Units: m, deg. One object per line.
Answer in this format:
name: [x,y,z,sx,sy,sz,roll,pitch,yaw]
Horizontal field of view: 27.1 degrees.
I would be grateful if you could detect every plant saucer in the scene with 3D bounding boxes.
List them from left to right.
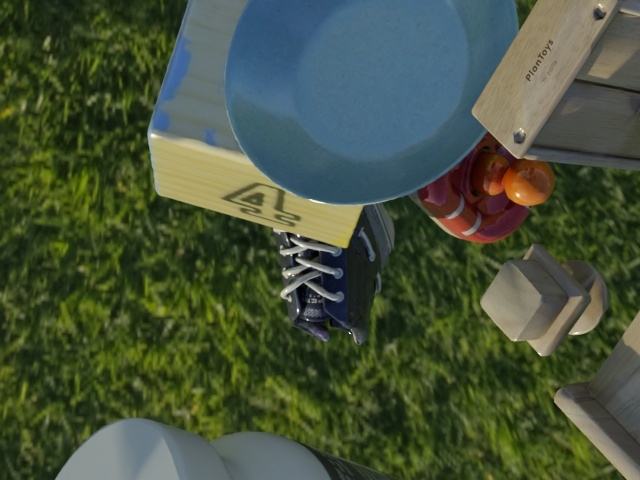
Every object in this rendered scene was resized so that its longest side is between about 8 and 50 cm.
plant saucer: [0.034,-0.109,0.836,0.195,0.195,0.037,-32,155,10]

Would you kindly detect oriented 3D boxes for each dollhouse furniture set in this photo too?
dollhouse furniture set: [0.267,-0.012,0.672,0.173,0.355,0.303,1,128,-43]

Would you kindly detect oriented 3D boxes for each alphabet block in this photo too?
alphabet block: [-0.036,-0.124,1.226,0.197,0.193,0.192,15,76,0]

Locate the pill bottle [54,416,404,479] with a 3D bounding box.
pill bottle: [-0.011,0.256,0.948,0.363,0.210,0.210,27,113,-37]

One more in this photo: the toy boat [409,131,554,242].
toy boat: [0.207,-0.078,1.580,0.231,0.151,0.151,35,73,-58]

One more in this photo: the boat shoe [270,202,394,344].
boat shoe: [0.000,0.000,1.454,0.127,0.158,0.340,2,158,22]
